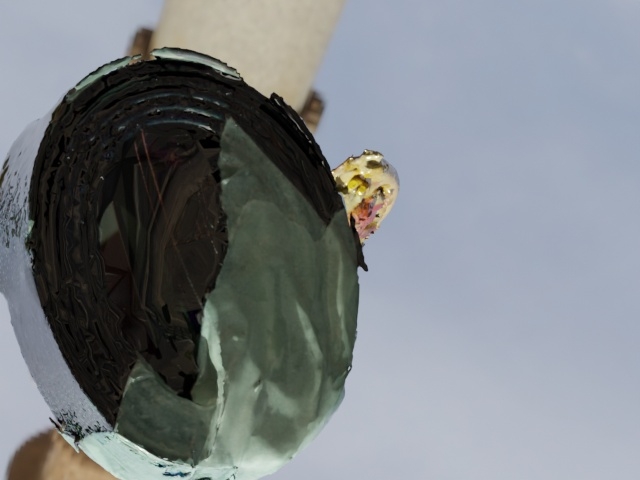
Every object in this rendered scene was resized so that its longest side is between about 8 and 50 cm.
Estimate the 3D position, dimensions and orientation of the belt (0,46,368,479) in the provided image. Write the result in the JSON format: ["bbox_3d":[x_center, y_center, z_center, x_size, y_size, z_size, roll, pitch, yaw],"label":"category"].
[{"bbox_3d":[-0.044,0.010,0.586,0.105,0.058,0.140,-11,-99,-23],"label":"belt"}]

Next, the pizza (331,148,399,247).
[{"bbox_3d":[0.012,-0.006,0.964,0.029,0.100,0.099,56,-162,15],"label":"pizza"}]
